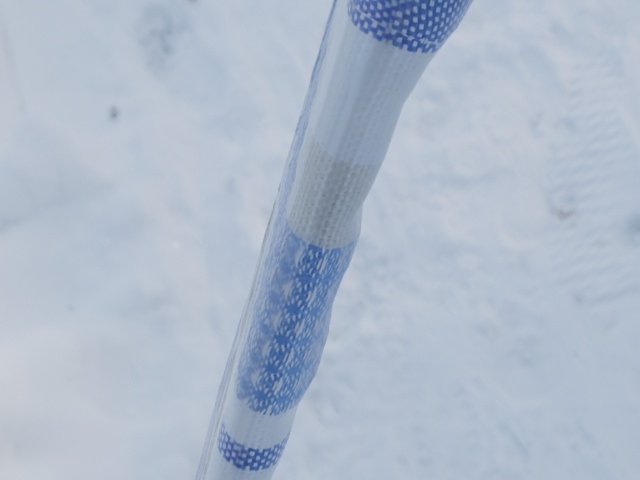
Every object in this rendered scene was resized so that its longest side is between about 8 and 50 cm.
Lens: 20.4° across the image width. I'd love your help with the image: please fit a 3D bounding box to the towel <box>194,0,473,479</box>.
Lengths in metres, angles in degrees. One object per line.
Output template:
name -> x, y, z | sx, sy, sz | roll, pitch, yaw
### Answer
towel -> 0.000, 0.000, 0.538 | 0.034, 0.285, 0.209 | 16, 30, -2
